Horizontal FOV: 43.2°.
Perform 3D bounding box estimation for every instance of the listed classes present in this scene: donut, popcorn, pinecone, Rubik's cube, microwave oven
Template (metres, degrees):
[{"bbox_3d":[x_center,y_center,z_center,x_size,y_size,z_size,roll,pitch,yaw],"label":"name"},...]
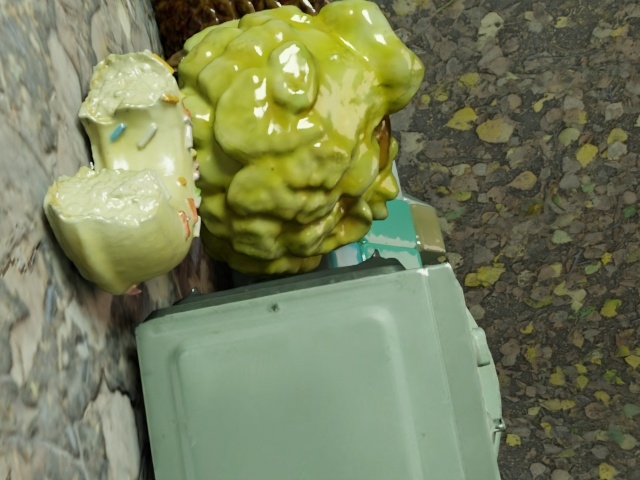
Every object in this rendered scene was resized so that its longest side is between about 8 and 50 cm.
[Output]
[{"bbox_3d":[-0.111,-0.032,0.498,0.166,0.065,0.108,-95,174,-47],"label":"donut"},{"bbox_3d":[-0.025,-0.077,0.643,0.181,0.216,0.235,47,-4,29],"label":"popcorn"},{"bbox_3d":[-0.069,-0.208,0.805,0.212,0.168,0.186,-67,164,-59],"label":"pinecone"},{"bbox_3d":[0.000,0.000,0.918,0.265,0.224,0.213,8,63,-39],"label":"Rubik's cube"},{"bbox_3d":[0.009,0.114,0.624,0.295,0.237,0.181,40,40,-81],"label":"microwave oven"}]
